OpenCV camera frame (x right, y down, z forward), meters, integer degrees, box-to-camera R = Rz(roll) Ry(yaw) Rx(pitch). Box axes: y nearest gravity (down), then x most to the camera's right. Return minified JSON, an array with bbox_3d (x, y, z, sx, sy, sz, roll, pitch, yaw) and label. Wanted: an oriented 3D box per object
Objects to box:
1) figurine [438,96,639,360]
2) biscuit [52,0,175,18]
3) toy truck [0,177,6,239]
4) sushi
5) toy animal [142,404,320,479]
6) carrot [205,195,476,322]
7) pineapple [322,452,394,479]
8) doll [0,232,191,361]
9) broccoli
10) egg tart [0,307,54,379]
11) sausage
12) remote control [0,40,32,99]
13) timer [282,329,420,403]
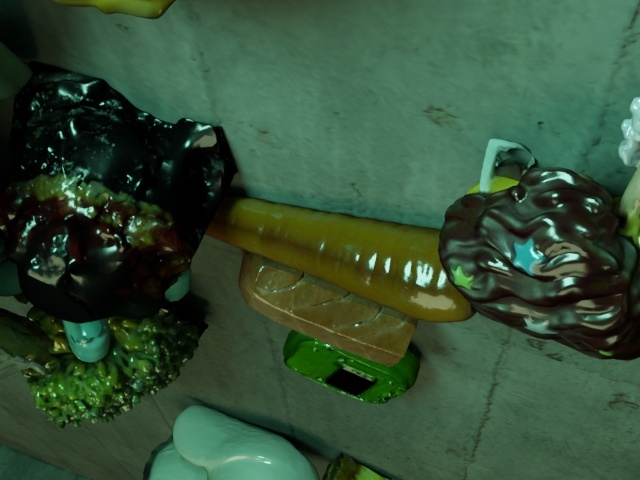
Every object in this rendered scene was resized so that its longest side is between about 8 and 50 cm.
[{"bbox_3d":[0.178,0.006,0.556,0.240,0.115,0.175,2,149,39],"label":"figurine"},{"bbox_3d":[-0.144,-0.219,0.380,0.326,0.107,0.325,22,159,9],"label":"biscuit"},{"bbox_3d":[-0.325,-0.010,0.995,0.202,0.074,0.088,-1,129,36],"label":"toy truck"},{"bbox_3d":[-0.171,-0.018,0.771,0.172,0.150,0.153,15,155,16],"label":"sushi"},{"bbox_3d":[-0.143,0.364,1.513,0.289,0.249,0.174,-36,164,23],"label":"toy animal"},{"bbox_3d":[0.000,0.000,0.786,0.336,0.069,0.069,17,157,28],"label":"carrot"},{"bbox_3d":[0.052,0.360,1.503,0.137,0.069,0.116,-3,141,29],"label":"pineapple"},{"bbox_3d":[-0.212,0.023,0.871,0.158,0.159,0.059,50,158,20],"label":"doll"},{"bbox_3d":[-0.275,0.105,1.088,0.273,0.180,0.242,27,157,-9],"label":"broccoli"},{"bbox_3d":[-0.350,0.073,0.887,0.234,0.094,0.234,28,169,6],"label":"egg tart"},{"bbox_3d":[-0.001,0.052,0.883,0.169,0.065,0.065,23,157,-6],"label":"sausage"},{"bbox_3d":[-0.250,-0.141,0.600,0.090,0.038,0.309,30,176,2],"label":"remote control"},{"bbox_3d":[0.029,0.123,1.023,0.128,0.047,0.140,25,157,-7],"label":"timer"}]
